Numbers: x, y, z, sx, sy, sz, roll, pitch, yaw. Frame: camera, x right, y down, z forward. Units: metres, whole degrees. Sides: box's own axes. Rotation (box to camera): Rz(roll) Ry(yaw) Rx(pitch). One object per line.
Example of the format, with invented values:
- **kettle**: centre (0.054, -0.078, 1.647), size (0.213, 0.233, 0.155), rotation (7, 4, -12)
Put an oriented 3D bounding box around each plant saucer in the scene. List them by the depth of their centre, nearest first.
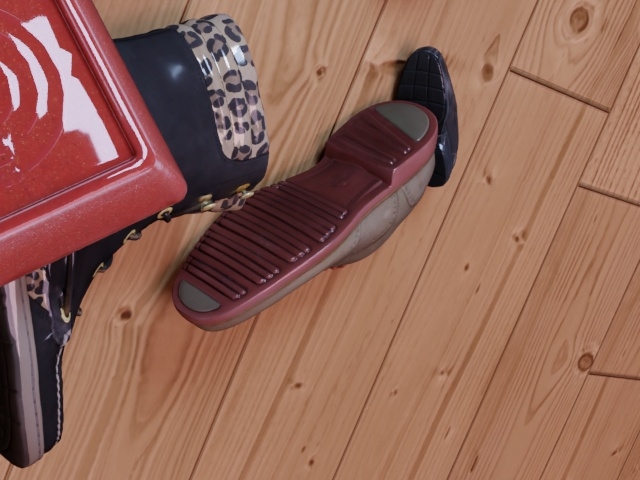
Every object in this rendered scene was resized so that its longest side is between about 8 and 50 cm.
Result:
- **plant saucer**: centre (-0.253, -0.099, 0.970), size (0.259, 0.047, 0.258), rotation (-27, 90, -25)

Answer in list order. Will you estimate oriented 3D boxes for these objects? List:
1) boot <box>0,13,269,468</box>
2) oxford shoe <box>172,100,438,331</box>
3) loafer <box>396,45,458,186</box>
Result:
- **boot**: centre (-0.185, -0.010, 1.174), size (0.284, 0.138, 0.377), rotation (-21, 119, -37)
- **oxford shoe**: centre (0.000, 0.000, 1.390), size (0.348, 0.123, 0.130), rotation (-37, 141, -25)
- **loafer**: centre (0.122, -0.143, 1.488), size (0.061, 0.062, 0.170), rotation (-54, 150, -43)
